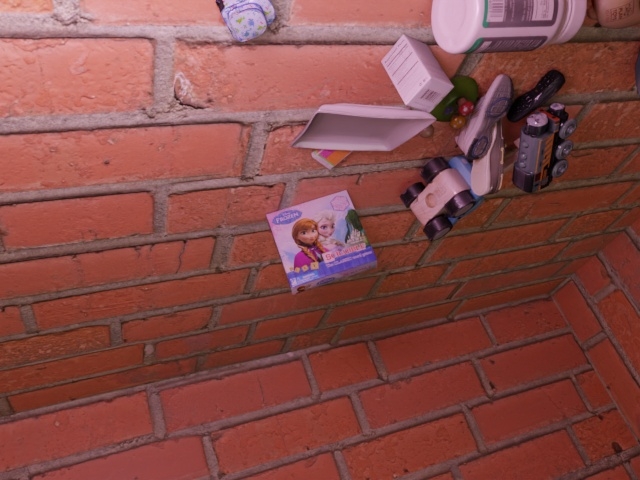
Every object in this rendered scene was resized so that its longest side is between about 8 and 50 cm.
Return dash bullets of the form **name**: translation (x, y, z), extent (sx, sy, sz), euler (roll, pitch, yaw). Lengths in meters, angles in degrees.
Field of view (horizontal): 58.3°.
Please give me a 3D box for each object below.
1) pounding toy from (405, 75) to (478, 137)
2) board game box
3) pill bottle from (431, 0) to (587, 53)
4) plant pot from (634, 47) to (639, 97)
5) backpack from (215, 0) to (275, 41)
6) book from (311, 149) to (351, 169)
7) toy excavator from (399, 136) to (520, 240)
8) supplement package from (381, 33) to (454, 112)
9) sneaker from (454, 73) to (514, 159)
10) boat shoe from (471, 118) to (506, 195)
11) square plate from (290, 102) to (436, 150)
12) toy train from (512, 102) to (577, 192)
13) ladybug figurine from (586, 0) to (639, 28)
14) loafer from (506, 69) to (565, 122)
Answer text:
- **pounding toy**: translation (0.418, -0.411, 1.854), extent (0.237, 0.110, 0.183), euler (-30, 150, 15)
- **board game box**: translation (0.000, 0.000, 2.063), extent (0.318, 0.318, 0.066), euler (-18, 151, -7)
- **pill bottle**: translation (0.489, -0.593, 1.487), extent (0.361, 0.204, 0.204), euler (-9, 149, -22)
- **plant pot**: translation (1.220, -0.581, 1.956), extent (0.247, 0.252, 0.247), euler (-25, 151, 8)
- **backpack**: translation (-0.163, -0.516, 1.304), extent (0.114, 0.084, 0.105), euler (-26, 154, 2)
- **book**: translation (0.053, -0.303, 1.877), extent (0.144, 0.035, 0.096), euler (-35, 146, 23)
- **toy excavator**: translation (0.596, -0.232, 2.235), extent (0.445, 0.222, 0.433), euler (-15, 154, -42)
- **supplement package**: translation (0.266, -0.461, 1.588), extent (0.105, 0.179, 0.105), euler (5, 142, -40)
- **sneaker**: translation (0.535, -0.422, 1.924), extent (0.111, 0.129, 0.297), euler (3, 125, -34)
- **boat shoe**: translation (0.597, -0.312, 2.018), extent (0.091, 0.109, 0.305), euler (-4, 102, -26)
- **square plate**: translation (0.111, -0.330, 1.686), extent (0.344, 0.049, 0.347), euler (0, 174, -15)
- **toy train**: translation (0.791, -0.324, 2.049), extent (0.190, 0.142, 0.334), euler (-26, 137, -15)
- **ladybug figurine**: translation (0.923, -0.756, 1.544), extent (0.449, 0.162, 0.305), euler (-30, 151, 14)
- **loafer**: translation (0.745, -0.487, 1.980), extent (0.078, 0.076, 0.223), euler (18, 129, -40)
